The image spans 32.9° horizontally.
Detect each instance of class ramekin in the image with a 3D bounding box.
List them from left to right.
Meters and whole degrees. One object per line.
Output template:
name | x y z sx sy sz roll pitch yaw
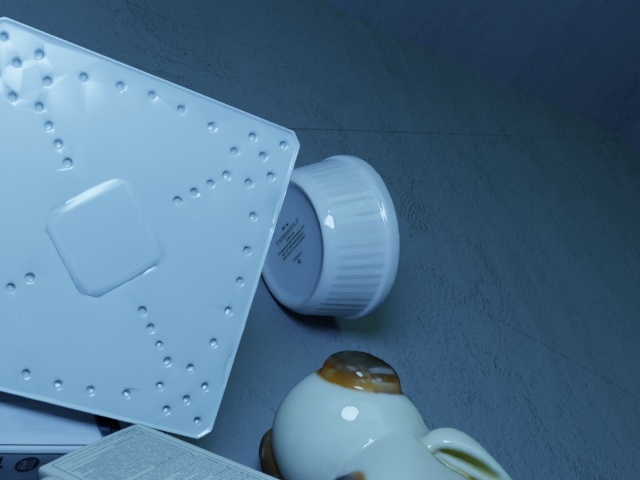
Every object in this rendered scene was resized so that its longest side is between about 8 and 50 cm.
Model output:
ramekin | 0.000 0.000 1.762 0.127 0.272 0.273 -7 48 -34

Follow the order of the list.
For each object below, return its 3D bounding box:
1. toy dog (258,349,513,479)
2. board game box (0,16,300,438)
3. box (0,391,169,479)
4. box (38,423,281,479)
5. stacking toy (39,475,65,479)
toy dog | 0.068 0.340 1.339 0.396 0.284 0.408 11 32 -31
board game box | -0.253 -0.003 1.251 0.390 0.389 0.050 19 -6 -25
box | -0.334 0.208 1.278 0.290 0.087 0.169 7 39 -39
box | -0.143 0.301 1.117 0.148 0.121 0.311 -19 20 -40
stacking toy | -0.403 0.295 1.023 0.330 0.141 0.141 6 40 -26
